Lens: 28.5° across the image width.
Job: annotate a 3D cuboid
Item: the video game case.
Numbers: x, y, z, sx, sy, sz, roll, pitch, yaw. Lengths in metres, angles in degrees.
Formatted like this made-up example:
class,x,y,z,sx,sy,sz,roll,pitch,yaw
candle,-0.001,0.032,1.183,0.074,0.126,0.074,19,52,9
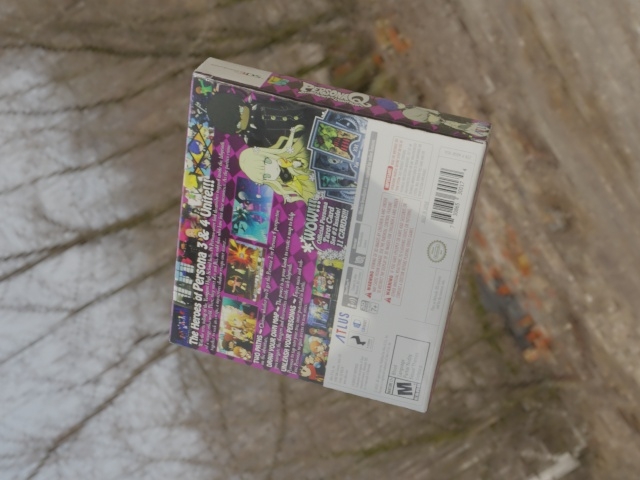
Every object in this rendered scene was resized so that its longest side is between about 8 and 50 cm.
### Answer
class,x,y,z,sx,sy,sz,roll,pitch,yaw
video game case,0.000,0.000,0.919,0.042,0.210,0.232,-61,-18,-58
